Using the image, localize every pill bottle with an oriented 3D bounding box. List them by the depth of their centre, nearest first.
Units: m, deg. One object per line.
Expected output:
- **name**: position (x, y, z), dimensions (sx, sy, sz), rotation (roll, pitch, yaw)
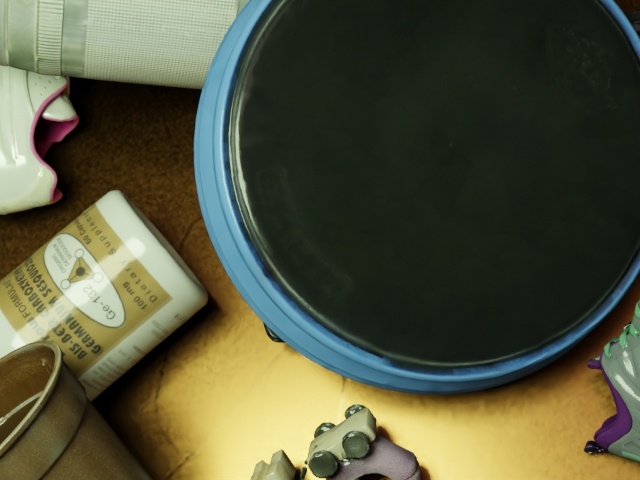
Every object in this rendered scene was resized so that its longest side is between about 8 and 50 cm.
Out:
- **pill bottle**: position (-0.223, 0.075, 0.998), dimensions (0.229, 0.131, 0.131), rotation (-40, 67, -3)

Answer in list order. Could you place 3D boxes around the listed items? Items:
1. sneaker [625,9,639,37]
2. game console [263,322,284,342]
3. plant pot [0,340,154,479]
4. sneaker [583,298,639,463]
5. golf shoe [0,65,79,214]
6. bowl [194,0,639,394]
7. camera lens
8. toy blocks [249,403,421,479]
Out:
- **sneaker**: position (0.235, -0.149, 1.019), dimensions (0.170, 0.051, 0.089), rotation (-3, 70, 17)
- **game console**: position (0.000, 0.000, 0.994), dimensions (0.124, 0.085, 0.144), rotation (-11, 66, -15)
- **plant pot**: position (-0.212, 0.194, 0.883), dimensions (0.167, 0.165, 0.167), rotation (-31, 24, 15)
- **sneaker**: position (0.257, 0.069, 0.889), dimensions (0.098, 0.083, 0.223), rotation (7, 94, 23)
- **golf shoe**: position (-0.299, -0.163, 1.127), dimensions (0.140, 0.115, 0.306), rotation (5, 73, -1)
- **bowl**: position (0.096, -0.071, 0.918), dimensions (0.391, 0.077, 0.391), rotation (1, 86, -9)
- **camera lens**: position (-0.170, -0.250, 1.019), dimensions (0.274, 0.219, 0.219), rotation (4, 70, -12)
- **toy blocks**: position (-0.011, 0.339, 0.837), dimensions (0.289, 0.309, 0.260), rotation (-34, 99, 12)
